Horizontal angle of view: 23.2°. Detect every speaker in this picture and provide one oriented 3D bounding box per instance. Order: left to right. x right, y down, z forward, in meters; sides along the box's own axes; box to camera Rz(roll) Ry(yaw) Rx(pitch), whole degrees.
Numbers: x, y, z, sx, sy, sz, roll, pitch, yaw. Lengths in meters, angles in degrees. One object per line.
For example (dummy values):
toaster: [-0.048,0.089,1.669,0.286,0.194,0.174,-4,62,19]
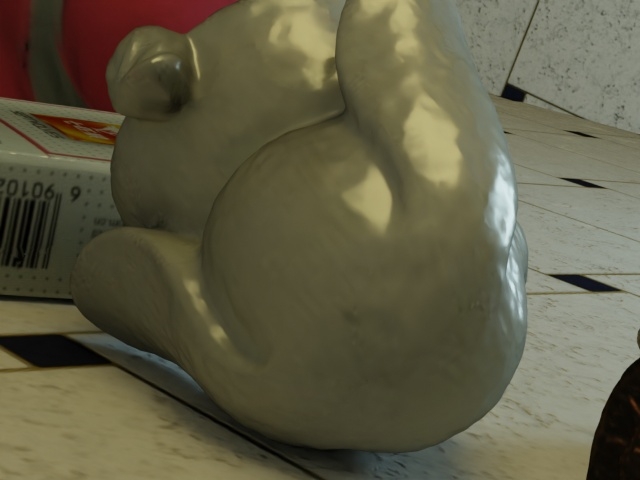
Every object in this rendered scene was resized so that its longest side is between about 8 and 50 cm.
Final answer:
speaker: [-0.140,-0.178,1.318,0.294,0.294,0.294,12,11,-2]

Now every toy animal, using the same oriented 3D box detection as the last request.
toy animal: [0.000,0.000,0.819,0.206,0.271,0.265,39,14,-43]

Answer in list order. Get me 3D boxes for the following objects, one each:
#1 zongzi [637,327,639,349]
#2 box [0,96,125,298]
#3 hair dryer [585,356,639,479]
zongzi: [0.325,0.086,0.932,0.247,0.111,0.241,15,15,22]
box: [-0.180,-0.032,1.024,0.330,0.095,0.210,4,14,-32]
hair dryer: [0.284,0.155,0.585,0.203,0.128,0.362,7,20,-33]
